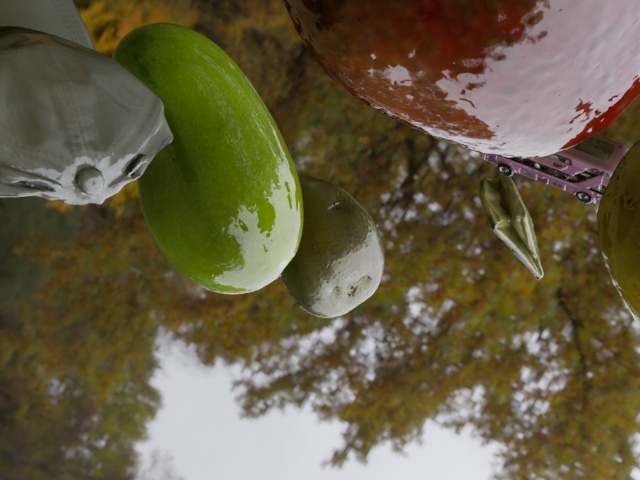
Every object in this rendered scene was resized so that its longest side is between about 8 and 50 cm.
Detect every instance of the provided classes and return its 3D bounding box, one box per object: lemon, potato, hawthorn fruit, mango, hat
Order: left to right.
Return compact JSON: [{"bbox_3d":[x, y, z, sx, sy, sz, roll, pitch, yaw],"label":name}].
[{"bbox_3d":[-0.206,-0.127,0.715,0.214,0.245,0.149,-20,-177,-40],"label":"hat"},{"bbox_3d":[-0.116,-0.083,1.163,0.143,0.293,0.175,-8,-160,46],"label":"mango"},{"bbox_3d":[0.000,0.000,1.524,0.157,0.157,0.194,-53,-131,22],"label":"potato"},{"bbox_3d":[0.132,-0.192,0.828,0.284,0.369,0.285,-16,-121,29],"label":"hawthorn fruit"},{"bbox_3d":[0.355,-0.003,1.029,0.204,0.260,0.204,-16,-149,10],"label":"lemon"}]

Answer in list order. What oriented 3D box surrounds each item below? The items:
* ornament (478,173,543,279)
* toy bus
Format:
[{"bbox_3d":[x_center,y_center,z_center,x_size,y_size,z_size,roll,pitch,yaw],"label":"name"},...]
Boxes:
[{"bbox_3d":[0.313,-0.021,1.812,0.059,0.180,0.201,-25,175,14],"label":"ornament"},{"bbox_3d":[0.311,-0.113,1.514,0.063,0.203,0.090,-57,160,-30],"label":"toy bus"}]
